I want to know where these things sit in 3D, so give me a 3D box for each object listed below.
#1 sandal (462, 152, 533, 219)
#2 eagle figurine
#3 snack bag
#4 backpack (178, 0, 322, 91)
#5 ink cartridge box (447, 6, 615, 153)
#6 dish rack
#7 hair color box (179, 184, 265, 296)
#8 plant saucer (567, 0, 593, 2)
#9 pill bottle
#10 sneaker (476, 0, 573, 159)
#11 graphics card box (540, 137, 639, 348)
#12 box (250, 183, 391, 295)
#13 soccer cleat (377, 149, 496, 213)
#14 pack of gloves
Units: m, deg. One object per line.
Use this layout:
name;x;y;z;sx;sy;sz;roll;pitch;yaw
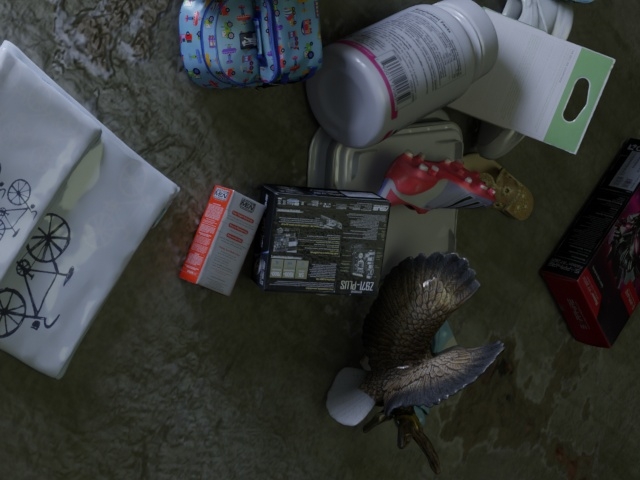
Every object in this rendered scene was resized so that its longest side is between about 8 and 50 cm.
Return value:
sandal;0.327;-0.089;2.087;0.240;0.079;0.088;24;85;-46
eagle figurine;0.157;0.188;1.864;0.225;0.226;0.298;-50;163;-37
snack bag;-0.353;-0.017;1.457;0.342;0.037;0.323;44;71;-43
backpack;-0.097;-0.275;1.579;0.173;0.117;0.158;-16;112;-39
ink cartridge box;0.335;-0.260;1.931;0.056;0.235;0.171;-69;180;-80
dish rack;0.118;-0.059;1.896;0.333;0.072;0.285;-10;110;-42
hair color box;-0.138;0.001;1.673;0.072;0.043;0.141;27;84;-46
plant saucer;0.387;-0.466;2.007;0.195;0.037;0.195;22;47;-25
pill bottle;0.128;-0.259;1.777;0.283;0.160;0.160;-30;122;-36
sneaker;0.312;-0.289;2.016;0.152;0.114;0.305;22;88;-25
graphics card box;0.603;0.005;2.386;0.371;0.094;0.232;-53;133;-21
box;0.000;0.000;1.737;0.180;0.077;0.147;3;102;-19
soccer cleat;0.183;-0.078;1.860;0.248;0.083;0.095;10;124;-50
pack of gloves;0.182;0.219;2.061;0.195;0.046;0.232;-49;131;-24
